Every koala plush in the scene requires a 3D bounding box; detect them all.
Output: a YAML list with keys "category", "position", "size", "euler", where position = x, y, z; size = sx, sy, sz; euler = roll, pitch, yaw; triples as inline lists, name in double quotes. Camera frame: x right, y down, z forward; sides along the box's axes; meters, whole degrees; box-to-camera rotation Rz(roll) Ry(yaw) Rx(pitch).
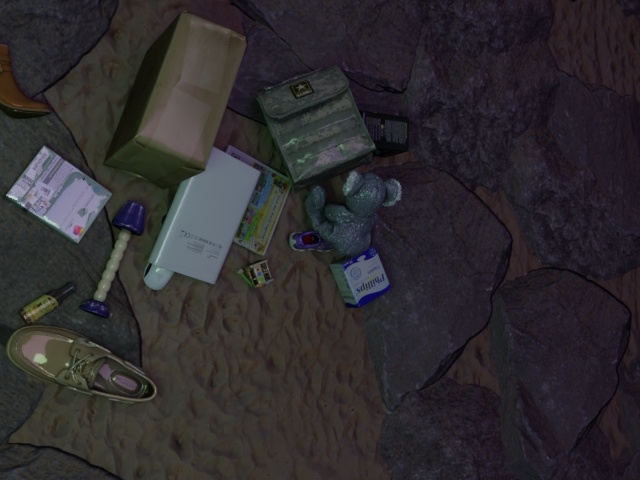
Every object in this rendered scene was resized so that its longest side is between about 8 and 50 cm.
- category: "koala plush"
  position: [0.099, -0.092, 1.930]
  size: [0.196, 0.221, 0.203]
  euler: [14, 42, -31]

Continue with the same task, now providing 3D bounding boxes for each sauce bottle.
- category: "sauce bottle"
  position: [-0.609, 0.138, 1.635]
  size: [0.128, 0.042, 0.042]
  euler: [-38, 105, -26]

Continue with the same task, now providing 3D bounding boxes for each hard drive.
- category: "hard drive"
  position: [-0.276, -0.062, 1.774]
  size: [0.203, 0.040, 0.307]
  euler: [25, 86, -50]

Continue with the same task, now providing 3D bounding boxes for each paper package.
- category: "paper package"
  position: [-0.336, -0.309, 1.676]
  size: [0.168, 0.309, 0.324]
  euler: [22, 75, -25]

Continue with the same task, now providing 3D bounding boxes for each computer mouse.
- category: "computer mouse"
  position: [-0.366, 0.031, 1.786]
  size: [0.106, 0.042, 0.193]
  euler: [29, 72, -27]

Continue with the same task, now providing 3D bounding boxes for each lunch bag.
- category: "lunch bag"
  position: [-0.016, -0.307, 1.913]
  size: [0.235, 0.169, 0.287]
  euler: [-22, 82, -4]

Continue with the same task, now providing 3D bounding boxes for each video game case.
- category: "video game case"
  position: [-0.196, -0.103, 1.908]
  size: [0.206, 0.026, 0.227]
  euler: [28, 72, -26]

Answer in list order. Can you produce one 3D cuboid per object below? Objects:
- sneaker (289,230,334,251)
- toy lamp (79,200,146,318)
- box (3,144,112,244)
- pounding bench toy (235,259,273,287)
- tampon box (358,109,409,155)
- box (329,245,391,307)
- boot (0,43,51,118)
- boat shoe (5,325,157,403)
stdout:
- category: "sneaker"
  position: [0.000, 0.000, 1.989]
  size: [0.170, 0.071, 0.068]
  euler: [-10, 91, -31]
- category: "toy lamp"
  position: [-0.477, 0.040, 1.700]
  size: [0.080, 0.080, 0.274]
  euler: [25, 73, -27]
- category: "box"
  position: [-0.594, -0.103, 1.665]
  size: [0.186, 0.038, 0.145]
  euler: [37, 69, -22]
- category: "pounding bench toy"
  position: [-0.173, 0.093, 1.889]
  size: [0.083, 0.052, 0.065]
  euler: [-21, 97, -30]
- category: "tampon box"
  position: [0.154, -0.301, 2.074]
  size: [0.161, 0.120, 0.101]
  euler: [3, 86, -31]
- category: "box"
  position: [0.113, 0.102, 2.046]
  size: [0.126, 0.072, 0.137]
  euler: [-28, 101, -29]
- category: "boot"
  position: [-0.691, -0.354, 1.611]
  size: [0.197, 0.073, 0.152]
  euler: [6, 79, -33]
- category: "boat shoe"
  position: [-0.523, 0.277, 1.634]
  size: [0.341, 0.110, 0.121]
  euler: [25, 74, -27]
